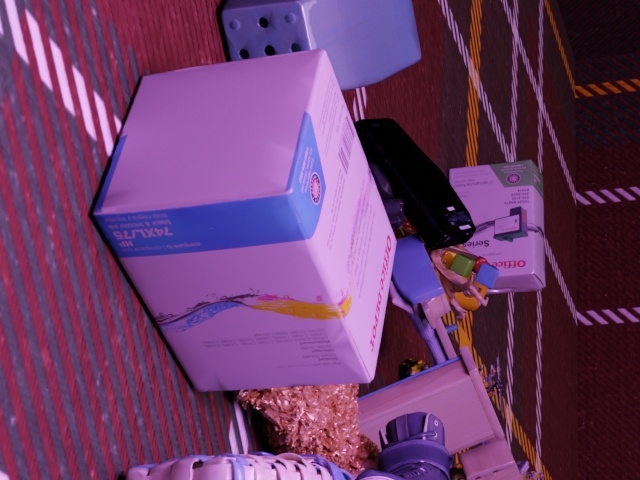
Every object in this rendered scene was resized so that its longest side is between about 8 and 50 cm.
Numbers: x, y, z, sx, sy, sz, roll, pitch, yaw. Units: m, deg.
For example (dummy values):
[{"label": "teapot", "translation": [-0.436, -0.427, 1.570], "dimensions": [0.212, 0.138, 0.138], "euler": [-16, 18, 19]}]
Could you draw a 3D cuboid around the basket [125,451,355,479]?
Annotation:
[{"label": "basket", "translation": [-0.052, 0.322, 1.304], "dimensions": [0.289, 0.201, 0.255], "euler": [31, 54, -55]}]

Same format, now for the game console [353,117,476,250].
[{"label": "game console", "translation": [0.076, -0.074, 1.919], "dimensions": [0.213, 0.044, 0.361], "euler": [54, 28, 16]}]

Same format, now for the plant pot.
[{"label": "plant pot", "translation": [-0.010, -0.254, 1.659], "dimensions": [0.234, 0.165, 0.165], "euler": [-41, 124, -57]}]

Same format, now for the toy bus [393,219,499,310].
[{"label": "toy bus", "translation": [0.167, 0.044, 2.158], "dimensions": [0.104, 0.202, 0.191], "euler": [-66, 171, 8]}]

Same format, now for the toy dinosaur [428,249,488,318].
[{"label": "toy dinosaur", "translation": [0.188, 0.064, 1.975], "dimensions": [0.092, 0.053, 0.183], "euler": [50, 2, -20]}]

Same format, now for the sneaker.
[{"label": "sneaker", "translation": [0.086, 0.254, 1.565], "dimensions": [0.226, 0.086, 0.163], "euler": [50, 30, -52]}]

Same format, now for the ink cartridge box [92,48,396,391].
[{"label": "ink cartridge box", "translation": [-0.060, -0.011, 1.376], "dimensions": [0.198, 0.197, 0.270], "euler": [-78, 154, -42]}]

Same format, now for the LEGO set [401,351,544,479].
[{"label": "LEGO set", "translation": [0.232, 0.340, 2.141], "dimensions": [0.255, 0.192, 0.331], "euler": [4, 81, -71]}]

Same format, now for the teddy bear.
[{"label": "teddy bear", "translation": [-0.004, 0.209, 1.620], "dimensions": [0.245, 0.113, 0.338], "euler": [-51, 132, -61]}]

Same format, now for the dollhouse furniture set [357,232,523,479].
[{"label": "dollhouse furniture set", "translation": [0.118, 0.196, 1.965], "dimensions": [0.303, 0.198, 0.286], "euler": [-108, 174, -53]}]

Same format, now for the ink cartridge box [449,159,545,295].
[{"label": "ink cartridge box", "translation": [0.318, -0.021, 2.538], "dimensions": [0.092, 0.160, 0.219], "euler": [42, 45, -62]}]
